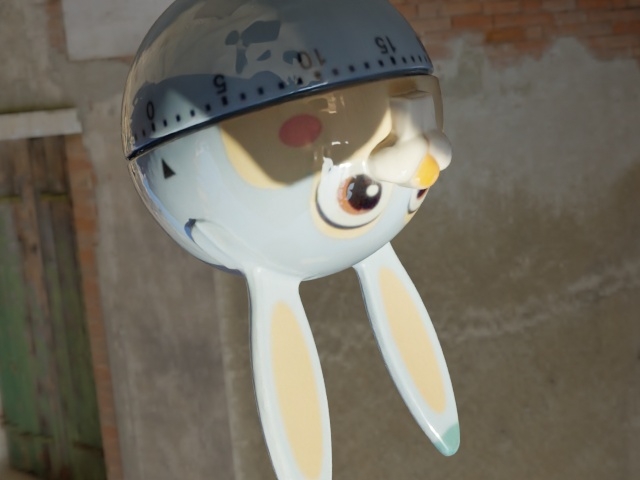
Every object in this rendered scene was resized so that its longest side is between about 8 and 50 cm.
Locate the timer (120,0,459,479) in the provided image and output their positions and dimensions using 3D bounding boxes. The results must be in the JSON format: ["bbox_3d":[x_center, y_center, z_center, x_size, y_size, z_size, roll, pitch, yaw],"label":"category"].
[{"bbox_3d":[0.006,-0.017,0.517,0.175,0.255,0.175,-29,164,-10],"label":"timer"}]
